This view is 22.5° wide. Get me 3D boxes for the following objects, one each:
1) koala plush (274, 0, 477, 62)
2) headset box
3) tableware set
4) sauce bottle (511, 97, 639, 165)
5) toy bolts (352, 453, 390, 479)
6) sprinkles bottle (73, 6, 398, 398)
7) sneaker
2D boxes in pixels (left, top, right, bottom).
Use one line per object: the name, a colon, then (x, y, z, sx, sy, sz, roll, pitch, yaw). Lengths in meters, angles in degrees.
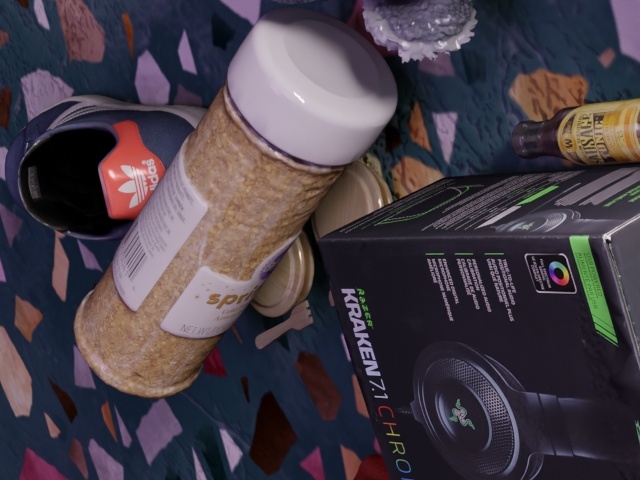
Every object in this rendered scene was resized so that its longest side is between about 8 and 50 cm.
koala plush: (0.014, -0.221, 1.077, 0.221, 0.203, 0.196, 24, 124, 31)
headset box: (0.164, 0.087, 1.030, 0.283, 0.131, 0.246, 0, 112, 52)
tableware set: (0.000, 0.000, 1.299, 0.194, 0.039, 0.128, -32, 67, 47)
sauce bottle: (0.177, -0.068, 1.039, 0.128, 0.042, 0.042, -5, 101, 53)
toy bolts: (0.036, 0.304, 1.270, 0.228, 0.218, 0.158, -133, 33, -56)
sprinkles bottle: (-0.076, -0.020, 1.262, 0.121, 0.121, 0.355, 55, 132, 21)
sneaker: (-0.231, -0.063, 1.471, 0.350, 0.148, 0.131, -4, 102, 53)
